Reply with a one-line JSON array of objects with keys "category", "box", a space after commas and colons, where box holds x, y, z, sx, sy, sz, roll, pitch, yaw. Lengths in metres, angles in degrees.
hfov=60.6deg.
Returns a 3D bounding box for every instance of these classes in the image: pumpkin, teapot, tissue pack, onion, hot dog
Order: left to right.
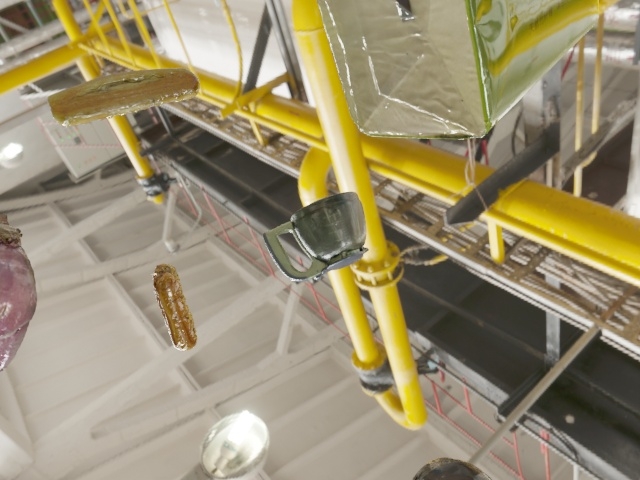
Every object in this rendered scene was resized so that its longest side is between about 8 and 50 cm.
[{"category": "onion", "box": [-0.634, 0.133, 0.945, 0.267, 0.348, 0.159, 28, -166, 40]}, {"category": "hot dog", "box": [-0.182, -0.138, 0.514, 0.137, 0.028, 0.044, -23, -100, -21]}, {"category": "hot dog", "box": [-0.248, 0.119, 0.940, 0.045, 0.165, 0.071, -18, -152, -13]}, {"category": "teapot", "box": [0.006, -0.004, 0.815, 0.149, 0.108, 0.111, -16, 168, -30]}, {"category": "pumpkin", "box": [0.256, 0.509, 0.991, 0.163, 0.233, 0.233, -25, -142, -11]}, {"category": "tissue pack", "box": [0.147, -0.252, 0.540, 0.167, 0.200, 0.275, 10, -138, 42]}]
